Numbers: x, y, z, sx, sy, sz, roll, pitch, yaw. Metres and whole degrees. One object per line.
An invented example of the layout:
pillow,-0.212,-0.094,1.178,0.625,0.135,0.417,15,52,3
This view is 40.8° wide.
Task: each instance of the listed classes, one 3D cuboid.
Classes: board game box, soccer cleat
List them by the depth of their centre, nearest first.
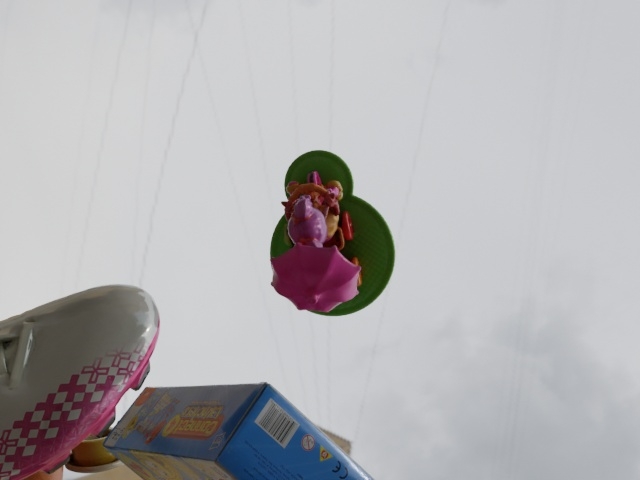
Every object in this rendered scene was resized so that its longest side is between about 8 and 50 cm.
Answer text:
soccer cleat,-0.270,0.120,0.599,0.331,0.143,0.116,-35,-140,-2
board game box,-0.045,0.278,0.904,0.308,0.086,0.302,45,-29,-17

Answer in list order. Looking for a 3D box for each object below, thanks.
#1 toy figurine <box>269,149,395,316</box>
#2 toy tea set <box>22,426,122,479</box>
toy figurine,0.000,0.000,0.808,0.130,0.159,0.173,-9,-86,7
toy tea set,-0.439,0.259,1.191,0.336,0.200,0.124,0,-85,24
